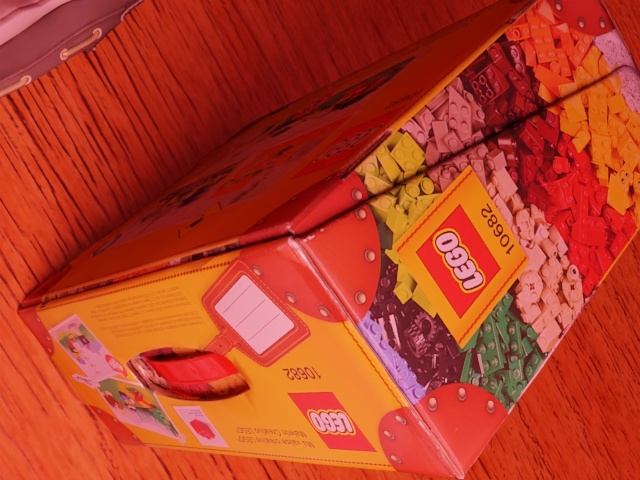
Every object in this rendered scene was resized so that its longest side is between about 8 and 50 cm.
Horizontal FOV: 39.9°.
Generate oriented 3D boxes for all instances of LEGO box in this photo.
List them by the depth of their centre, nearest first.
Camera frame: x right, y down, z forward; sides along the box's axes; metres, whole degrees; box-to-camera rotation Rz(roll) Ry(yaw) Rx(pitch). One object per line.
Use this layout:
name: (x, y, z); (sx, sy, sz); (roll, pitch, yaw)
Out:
LEGO box: (0.000, 0.000, 0.795); (0.372, 0.500, 0.193); (-44, 107, -32)

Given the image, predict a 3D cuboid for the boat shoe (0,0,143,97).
boat shoe: (-0.270, -0.233, 0.895); (0.109, 0.091, 0.305); (32, 49, 20)
